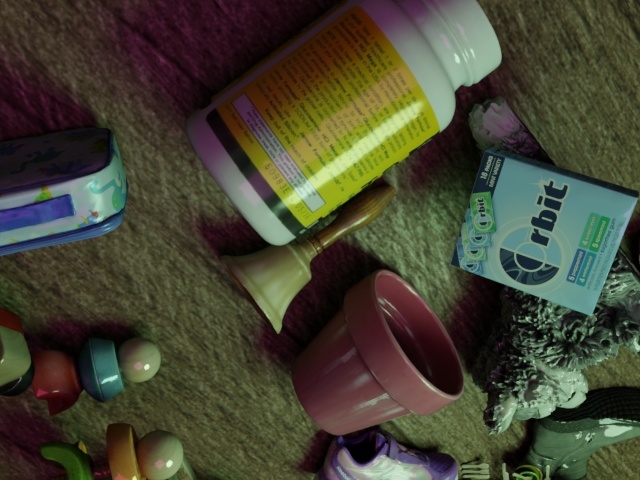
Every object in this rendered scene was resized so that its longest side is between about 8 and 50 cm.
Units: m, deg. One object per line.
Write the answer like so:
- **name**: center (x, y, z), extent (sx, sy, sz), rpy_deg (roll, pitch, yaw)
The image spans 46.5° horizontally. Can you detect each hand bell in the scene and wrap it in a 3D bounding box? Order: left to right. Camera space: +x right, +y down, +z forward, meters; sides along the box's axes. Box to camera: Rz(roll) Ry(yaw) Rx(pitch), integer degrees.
- **hand bell**: center (0.000, 0.000, 0.983), extent (0.242, 0.126, 0.126), rpy_deg (-37, 118, -9)

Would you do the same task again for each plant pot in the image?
- **plant pot**: center (0.068, 0.170, 1.025), extent (0.180, 0.201, 0.201), rpy_deg (-38, 119, 22)

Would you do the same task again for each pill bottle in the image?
- **pill bottle**: center (0.029, -0.159, 0.854), extent (0.334, 0.188, 0.188), rpy_deg (-36, 118, 4)

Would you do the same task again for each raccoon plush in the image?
- **raccoon plush**: center (0.266, 0.054, 1.066), extent (0.299, 0.216, 0.446), rpy_deg (-37, 88, 20)

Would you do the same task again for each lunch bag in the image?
- **lunch bag**: center (-0.326, -0.050, 0.818), extent (0.219, 0.176, 0.090), rpy_deg (-14, 116, -9)

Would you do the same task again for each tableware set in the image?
- **tableware set**: center (0.314, 0.422, 1.258), extent (0.154, 0.024, 0.104), rpy_deg (-4, 119, 13)

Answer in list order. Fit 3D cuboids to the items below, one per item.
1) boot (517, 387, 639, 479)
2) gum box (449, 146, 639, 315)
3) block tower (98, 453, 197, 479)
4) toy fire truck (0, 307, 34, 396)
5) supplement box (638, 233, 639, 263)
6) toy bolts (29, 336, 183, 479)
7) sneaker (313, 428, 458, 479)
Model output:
- **boot**: center (0.462, 0.339, 1.269), extent (0.247, 0.083, 0.161), rpy_deg (0, 121, -8)
- **gum box**: center (0.271, -0.013, 0.918), extent (0.184, 0.041, 0.157), rpy_deg (21, 112, 19)
- **block tower**: center (-0.347, 0.405, 1.068), extent (0.335, 0.097, 0.091), rpy_deg (-22, 118, -6)
- **toy fire truck**: center (-0.489, 0.089, 0.877), extent (0.217, 0.246, 0.158), rpy_deg (-26, 159, 1)
- **supplement box**: center (0.546, 0.095, 1.158), extent (0.078, 0.080, 0.233), rpy_deg (-5, 120, 25)
- **toy bolts**: center (-0.269, 0.240, 0.973), extent (0.159, 0.228, 0.218), rpy_deg (-13, 158, -12)
- **sneaker**: center (0.109, 0.348, 1.167), extent (0.236, 0.095, 0.104), rpy_deg (3, 106, -15)
